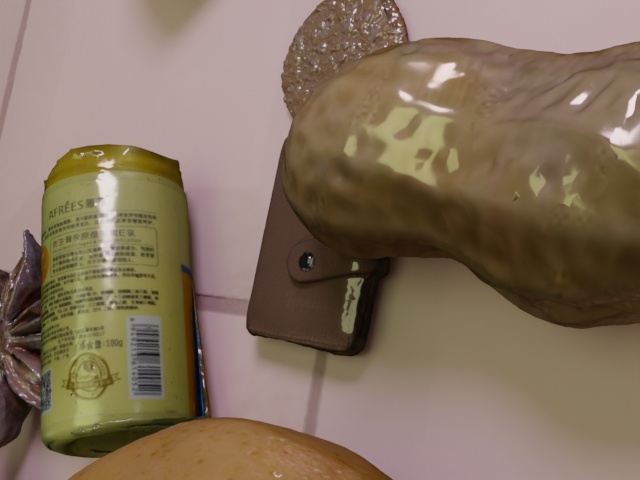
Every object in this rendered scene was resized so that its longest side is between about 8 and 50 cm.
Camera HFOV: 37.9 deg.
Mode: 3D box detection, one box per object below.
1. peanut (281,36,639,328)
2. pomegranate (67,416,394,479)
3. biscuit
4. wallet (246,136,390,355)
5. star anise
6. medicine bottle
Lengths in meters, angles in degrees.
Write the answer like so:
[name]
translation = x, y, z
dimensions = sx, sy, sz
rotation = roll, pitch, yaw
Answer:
[peanut]
translation = 0.104, -0.039, 0.506
dimensions = 0.313, 0.149, 0.149
rotation = 15, 87, 36
[pomegranate]
translation = -0.050, 0.232, 0.482
dimensions = 0.307, 0.307, 0.307
rotation = -13, 70, 37
[biscuit]
translation = 0.016, -0.132, 0.691
dimensions = 0.120, 0.015, 0.120
rotation = -12, 70, 38
[wallet]
translation = 0.000, 0.000, 0.653
dimensions = 0.118, 0.039, 0.153
rotation = 4, 79, 43
[star anise]
translation = -0.265, 0.094, 0.836
dimensions = 0.182, 0.065, 0.195
rotation = -52, 52, 11
[medicine bottle]
translation = -0.156, 0.041, 0.721
dimensions = 0.124, 0.124, 0.239
rotation = -22, 63, 34
